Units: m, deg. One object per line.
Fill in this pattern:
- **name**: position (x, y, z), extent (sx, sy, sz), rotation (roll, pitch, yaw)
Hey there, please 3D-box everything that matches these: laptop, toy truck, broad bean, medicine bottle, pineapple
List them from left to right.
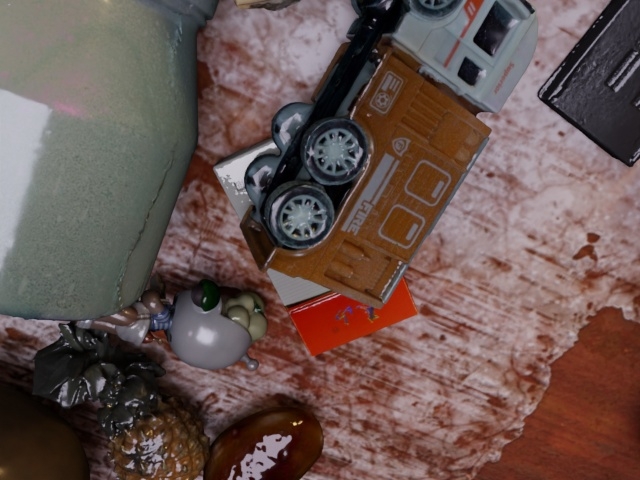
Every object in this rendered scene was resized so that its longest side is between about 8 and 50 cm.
- **medicine bottle**: position (-0.214, -0.117, 0.462), extent (0.245, 0.245, 0.289), rotation (23, 99, -9)
- **pineapple**: position (-0.220, 0.182, 0.640), extent (0.111, 0.119, 0.237), rotation (-30, 107, -4)
- **broad bean**: position (-0.070, 0.265, 0.693), extent (0.165, 0.084, 0.114), rotation (-28, 129, 2)
- **toy truck**: position (0.061, -0.099, 0.506), extent (0.162, 0.136, 0.305), rotation (27, 100, -24)
- **laptop**: position (0.329, -0.186, 0.563), extent (0.135, 0.016, 0.197), rotation (32, 107, -11)

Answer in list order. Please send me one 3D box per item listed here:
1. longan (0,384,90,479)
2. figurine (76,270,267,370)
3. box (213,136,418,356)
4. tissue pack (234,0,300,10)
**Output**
- **longan**: position (-0.393, 0.287, 0.596), extent (0.297, 0.297, 0.297), rotation (0, 110, -1)
- **figurine**: position (-0.149, 0.079, 0.605), extent (0.197, 0.093, 0.147), rotation (24, 146, -18)
- **box**: position (0.000, 0.000, 0.617), extent (0.139, 0.035, 0.245), rotation (-22, 108, 5)
- **tissue pack**: position (-0.053, -0.293, 0.430), extent (0.090, 0.186, 0.222), rotation (-18, 111, 12)
